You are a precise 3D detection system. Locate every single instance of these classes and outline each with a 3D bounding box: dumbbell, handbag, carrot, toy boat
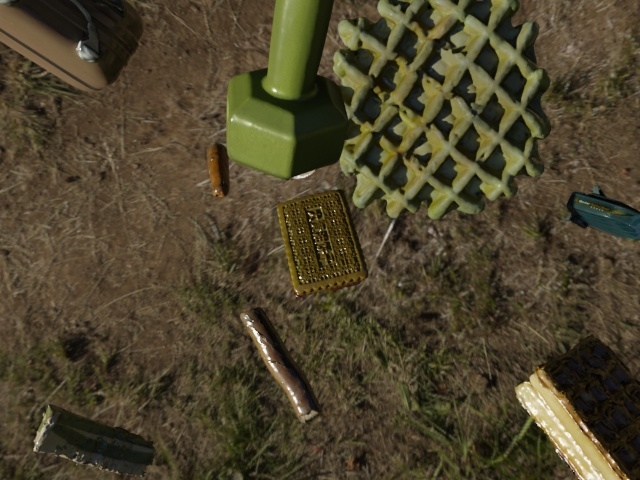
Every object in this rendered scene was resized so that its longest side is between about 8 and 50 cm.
[{"bbox_3d":[-0.013,-0.189,0.506,0.108,0.121,0.302,2,136,-13],"label":"dumbbell"},{"bbox_3d":[-0.427,-0.369,0.994,0.302,0.283,0.149,35,75,-37],"label":"handbag"},{"bbox_3d":[-0.262,-0.181,1.621,0.060,0.186,0.060,-6,138,-5],"label":"carrot"},{"bbox_3d":[0.681,-0.058,1.458,0.093,0.246,0.103,41,88,-28],"label":"toy boat"}]

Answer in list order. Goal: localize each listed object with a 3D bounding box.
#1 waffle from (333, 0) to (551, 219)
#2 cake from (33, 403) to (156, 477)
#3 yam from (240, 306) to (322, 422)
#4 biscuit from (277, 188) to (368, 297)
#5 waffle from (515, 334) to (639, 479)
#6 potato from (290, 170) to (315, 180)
[{"bbox_3d":[0.158,-0.178,0.844,0.292,0.056,0.309,-5,104,8],"label":"waffle"},{"bbox_3d":[-0.257,0.229,0.716,0.140,0.055,0.051,33,71,-33],"label":"cake"},{"bbox_3d":[-0.074,0.232,1.190,0.057,0.057,0.241,-34,79,9],"label":"yam"},{"bbox_3d":[0.000,0.000,1.432,0.172,0.029,0.254,-14,59,-2],"label":"biscuit"},{"bbox_3d":[0.474,0.313,1.006,0.308,0.213,0.091,55,135,25],"label":"waffle"},{"bbox_3d":[-0.016,-0.270,1.581,0.100,0.120,0.261,16,139,17],"label":"potato"}]
